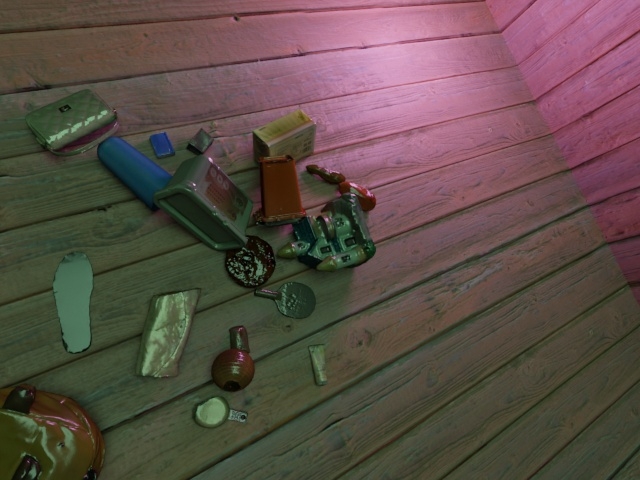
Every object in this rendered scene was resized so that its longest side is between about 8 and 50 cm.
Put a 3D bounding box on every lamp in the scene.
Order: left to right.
[{"bbox_3d":[-0.277,0.412,1.285,0.136,0.136,0.136,6,72,-20],"label":"lamp"}]

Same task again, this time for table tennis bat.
[{"bbox_3d":[-0.126,0.209,1.470,0.234,0.022,0.131,16,70,-20],"label":"table tennis bat"}]

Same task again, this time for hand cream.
[{"bbox_3d":[-0.002,0.444,1.442,0.061,0.039,0.143,-3,71,-21],"label":"hand cream"}]

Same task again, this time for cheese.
[{"bbox_3d":[-0.316,0.539,1.278,0.171,0.047,0.092,0,77,-22],"label":"cheese"}]

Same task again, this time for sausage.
[{"bbox_3d":[0.153,-0.182,1.660,0.179,0.089,0.089,24,67,-17],"label":"sausage"}]

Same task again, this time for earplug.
[{"bbox_3d":[-0.619,-0.236,1.345,0.273,0.132,0.132,40,64,-3],"label":"earplug"}]

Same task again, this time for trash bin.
[{"bbox_3d":[-0.160,-0.178,1.441,0.184,0.161,0.239,-10,113,-11],"label":"trash bin"}]

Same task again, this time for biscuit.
[{"bbox_3d":[-0.248,0.074,1.443,0.192,0.049,0.192,7,74,-24],"label":"biscuit"}]

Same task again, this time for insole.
[{"bbox_3d":[-0.744,0.185,1.228,0.110,0.012,0.310,-8,78,-25],"label":"insole"}]

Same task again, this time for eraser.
[{"bbox_3d":[-0.567,-0.340,1.446,0.063,0.027,0.085,-22,84,-25],"label":"eraser"}]

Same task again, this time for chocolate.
[{"bbox_3d":[-0.271,0.337,1.366,0.064,0.031,0.101,-1,74,-27],"label":"chocolate"}]

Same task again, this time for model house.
[{"bbox_3d":[0.000,0.000,1.492,0.324,0.194,0.267,-17,82,-22],"label":"model house"}]

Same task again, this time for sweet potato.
[{"bbox_3d":[0.024,-0.270,1.653,0.182,0.053,0.054,18,74,-17],"label":"sweet potato"}]

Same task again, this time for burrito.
[{"bbox_3d":[-0.479,0.275,1.260,0.143,0.105,0.299,20,67,-26],"label":"burrito"}]

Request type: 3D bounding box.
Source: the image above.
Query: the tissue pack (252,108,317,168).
[{"bbox_3d":[-0.137,-0.375,1.548,0.234,0.159,0.125,-34,65,-26],"label":"tissue pack"}]

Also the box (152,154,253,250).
[{"bbox_3d":[-0.364,-0.127,1.338,0.312,0.175,0.183,48,45,-41],"label":"box"}]

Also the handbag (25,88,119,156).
[{"bbox_3d":[-0.784,-0.374,1.304,0.219,0.079,0.256,39,62,18],"label":"handbag"}]

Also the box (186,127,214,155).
[{"bbox_3d":[-0.441,-0.358,1.488,0.063,0.060,0.085,39,64,-16],"label":"box"}]

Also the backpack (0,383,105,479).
[{"bbox_3d":[-0.748,0.548,1.016,0.378,0.201,0.354,21,72,-12],"label":"backpack"}]
